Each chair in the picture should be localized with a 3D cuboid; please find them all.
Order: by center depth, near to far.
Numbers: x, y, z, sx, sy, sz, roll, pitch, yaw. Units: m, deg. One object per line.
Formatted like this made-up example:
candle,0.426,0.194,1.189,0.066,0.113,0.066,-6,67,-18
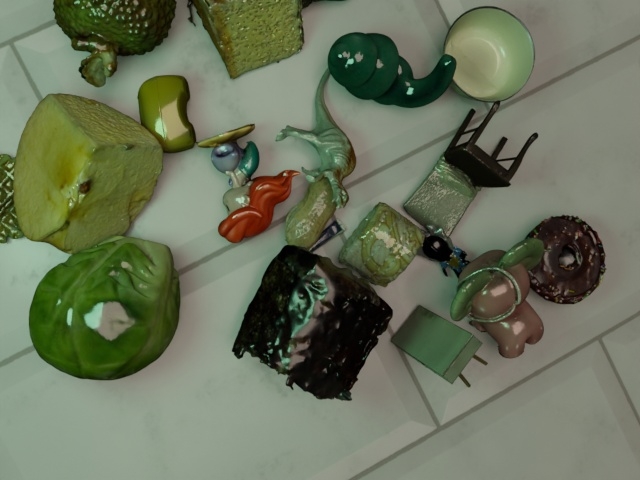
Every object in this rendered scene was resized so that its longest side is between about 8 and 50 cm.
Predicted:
chair,0.368,-0.170,1.867,0.160,0.186,0.319,36,82,-14

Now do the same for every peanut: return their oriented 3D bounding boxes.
peanut,-0.019,-0.071,1.846,0.090,0.098,0.214,39,80,-45

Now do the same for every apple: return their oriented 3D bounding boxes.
apple,-0.534,-0.136,1.683,0.314,0.252,0.309,23,119,-17

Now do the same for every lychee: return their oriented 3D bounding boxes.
lychee,-0.466,-0.534,1.693,0.270,0.270,0.320,34,51,-8

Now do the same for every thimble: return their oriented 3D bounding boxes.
thimble,0.148,0.016,1.850,0.143,0.137,0.190,38,96,-7

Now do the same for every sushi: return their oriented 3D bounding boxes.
sushi,-0.013,0.194,1.745,0.299,0.281,0.294,28,85,-20

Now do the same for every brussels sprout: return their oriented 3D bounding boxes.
brussels sprout,-0.460,0.146,1.679,0.289,0.281,0.354,17,68,14

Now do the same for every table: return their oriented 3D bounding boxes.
table,0.298,0.266,1.832,0.111,0.240,0.121,42,84,-26

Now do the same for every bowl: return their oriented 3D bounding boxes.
bowl,0.405,-0.457,1.899,0.238,0.126,0.237,0,90,-10

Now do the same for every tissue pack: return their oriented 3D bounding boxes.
tissue pack,-0.366,-0.295,1.770,0.127,0.123,0.178,-9,92,-5

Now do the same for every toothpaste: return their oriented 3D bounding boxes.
toothpaste,0.000,0.000,1.883,0.140,0.021,0.037,-37,95,-10

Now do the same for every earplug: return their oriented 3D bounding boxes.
earplug,0.152,-0.409,1.813,0.280,0.257,0.164,7,107,-39

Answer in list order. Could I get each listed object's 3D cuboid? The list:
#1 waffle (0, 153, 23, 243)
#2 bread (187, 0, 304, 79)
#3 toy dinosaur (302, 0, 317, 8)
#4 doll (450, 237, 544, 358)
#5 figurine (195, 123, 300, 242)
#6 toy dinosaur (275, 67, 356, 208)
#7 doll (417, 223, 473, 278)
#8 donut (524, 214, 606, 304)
waffle,-0.760,-0.097,1.737,0.208,0.054,0.214,-5,95,-14
bread,-0.208,-0.589,1.830,0.248,0.279,0.315,-23,51,-10
toy dinosaur,-0.006,-0.658,1.852,0.179,0.087,0.187,-38,97,-6
doll,0.441,0.131,1.828,0.284,0.268,0.216,-35,57,-11
figurine,-0.170,-0.139,1.782,0.208,0.181,0.257,-27,102,-37
toy dinosaur,-0.004,-0.256,1.830,0.205,0.092,0.393,15,57,-8
doll,0.303,0.023,1.909,0.195,0.070,0.096,38,111,-11
donut,0.622,0.048,1.953,0.235,0.089,0.235,0,90,-9
